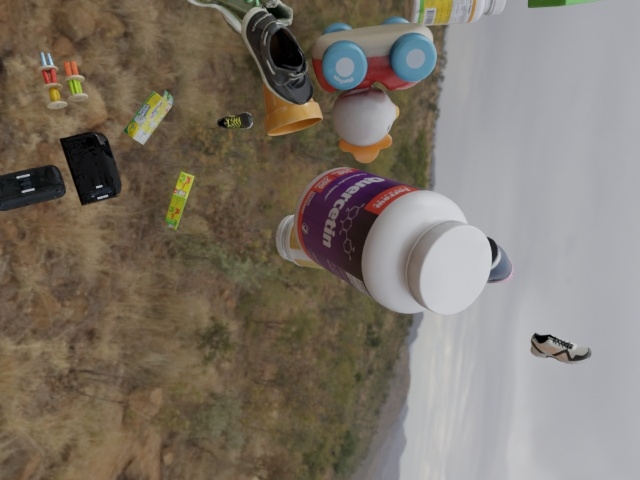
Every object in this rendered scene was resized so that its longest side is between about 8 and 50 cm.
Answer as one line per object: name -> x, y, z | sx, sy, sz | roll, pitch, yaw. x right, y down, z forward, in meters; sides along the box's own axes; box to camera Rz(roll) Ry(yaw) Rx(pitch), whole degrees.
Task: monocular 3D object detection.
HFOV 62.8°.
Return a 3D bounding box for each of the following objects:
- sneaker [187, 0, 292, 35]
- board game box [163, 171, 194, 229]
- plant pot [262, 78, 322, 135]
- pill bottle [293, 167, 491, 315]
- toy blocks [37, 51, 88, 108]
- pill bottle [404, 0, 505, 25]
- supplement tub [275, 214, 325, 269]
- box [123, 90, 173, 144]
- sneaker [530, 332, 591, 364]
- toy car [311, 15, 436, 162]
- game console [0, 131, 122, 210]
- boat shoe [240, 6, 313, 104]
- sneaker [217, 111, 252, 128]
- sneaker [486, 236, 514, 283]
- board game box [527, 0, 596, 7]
sneaker -> -0.191, -0.628, 1.294 | 0.410, 0.182, 0.158 | -7, 105, -68
board game box -> -0.447, -0.123, 1.650 | 0.181, 0.043, 0.092 | 128, -24, -51
plant pot -> -0.114, -0.488, 1.832 | 0.205, 0.205, 0.188 | -30, 104, -77
pill bottle -> 0.100, -0.003, 0.813 | 0.323, 0.181, 0.182 | 28, -60, 57
toy blocks -> -0.705, -0.447, 1.425 | 0.054, 0.123, 0.148 | -17, 93, -77
pill bottle -> 0.354, -0.644, 1.384 | 0.136, 0.245, 0.137 | 176, -90, -89
supplement tub -> 0.000, 0.000, 1.336 | 0.144, 0.199, 0.145 | -11, 104, -52
box -> -0.532, -0.391, 1.639 | 0.179, 0.043, 0.105 | -52, 180, -2
sneaker -> 0.443, 0.199, 0.975 | 0.040, 0.109, 0.044 | -44, 124, -43
toy car -> 0.097, -0.258, 0.946 | 0.219, 0.210, 0.238 | -93, 177, -59
game console -> -0.808, -0.195, 1.594 | 0.044, 0.361, 0.213 | -4, -77, 70
boat shoe -> -0.063, -0.322, 0.972 | 0.084, 0.079, 0.233 | -55, 152, -7
sneaker -> -0.164, -0.225, 1.004 | 0.035, 0.083, 0.031 | -29, 113, -45
sneaker -> 0.310, 0.052, 1.264 | 0.131, 0.319, 0.112 | 34, 77, -35
board game box -> 0.326, -0.343, 0.472 | 0.046, 0.317, 0.214 | 36, -41, 57
